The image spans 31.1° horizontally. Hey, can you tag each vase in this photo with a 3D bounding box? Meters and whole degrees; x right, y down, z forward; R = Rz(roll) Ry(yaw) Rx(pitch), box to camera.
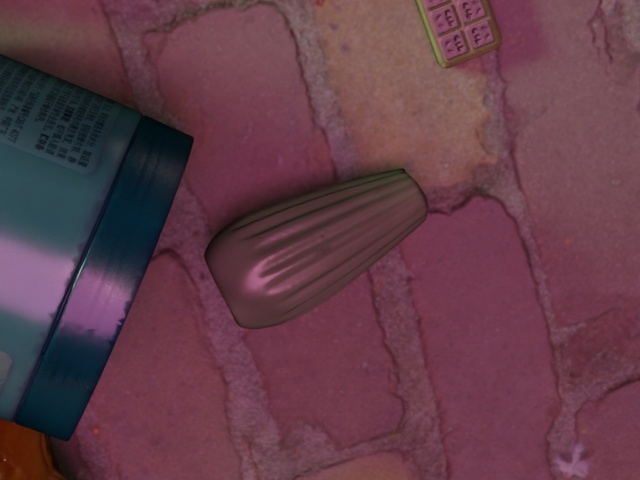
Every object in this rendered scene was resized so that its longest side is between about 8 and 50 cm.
[{"bbox_3d":[0.000,0.000,1.266,0.248,0.128,0.128,-27,109,-5],"label":"vase"}]

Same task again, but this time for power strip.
[{"bbox_3d":[0.136,-0.273,1.230,0.076,0.028,0.169,-22,109,4],"label":"power strip"}]

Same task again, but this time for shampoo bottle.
[{"bbox_3d":[-0.342,-0.020,1.119,0.342,0.331,0.331,24,105,-11],"label":"shampoo bottle"}]

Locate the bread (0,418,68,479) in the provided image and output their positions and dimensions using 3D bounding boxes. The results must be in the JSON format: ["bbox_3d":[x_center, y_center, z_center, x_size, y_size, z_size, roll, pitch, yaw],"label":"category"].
[{"bbox_3d":[-0.383,0.287,1.312,0.195,0.149,0.344,-17,109,2],"label":"bread"}]
